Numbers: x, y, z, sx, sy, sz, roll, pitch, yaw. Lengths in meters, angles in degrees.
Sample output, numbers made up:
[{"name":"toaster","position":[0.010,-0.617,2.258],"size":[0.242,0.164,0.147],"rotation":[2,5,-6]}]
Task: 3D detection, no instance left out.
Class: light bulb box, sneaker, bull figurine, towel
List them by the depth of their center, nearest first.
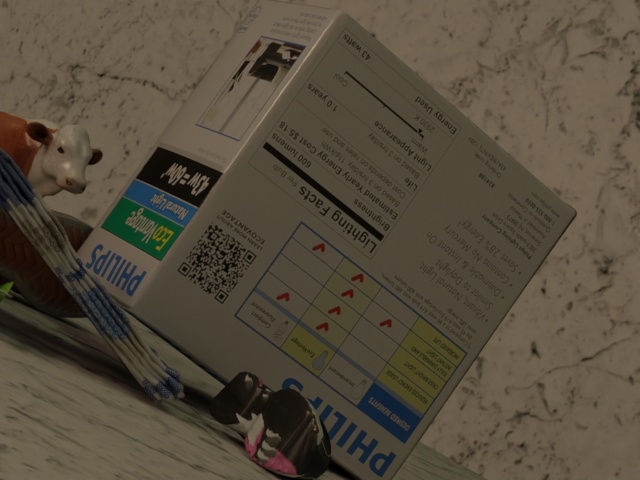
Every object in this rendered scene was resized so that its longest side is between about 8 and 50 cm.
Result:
[{"name":"sneaker","position":[-0.027,0.171,1.671],"size":[0.077,0.072,0.178],"rotation":[40,-1,-28]},{"name":"towel","position":[-0.229,0.022,1.710],"size":[0.285,0.034,0.209],"rotation":[54,-8,-12]},{"name":"light bulb box","position":[0.000,0.000,1.954],"size":[0.358,0.361,0.225],"rotation":[38,-7,-24]},{"name":"sneaker","position":[-0.339,-0.009,1.979],"size":[0.302,0.108,0.121],"rotation":[27,4,-43]},{"name":"bull figurine","position":[-0.390,-0.081,2.091],"size":[0.310,0.188,0.101],"rotation":[26,-1,23]}]

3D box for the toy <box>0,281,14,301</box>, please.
[{"name":"toy","position":[-0.372,-0.005,1.596],"size":[0.237,0.056,0.137],"rotation":[33,-6,-9]}]
